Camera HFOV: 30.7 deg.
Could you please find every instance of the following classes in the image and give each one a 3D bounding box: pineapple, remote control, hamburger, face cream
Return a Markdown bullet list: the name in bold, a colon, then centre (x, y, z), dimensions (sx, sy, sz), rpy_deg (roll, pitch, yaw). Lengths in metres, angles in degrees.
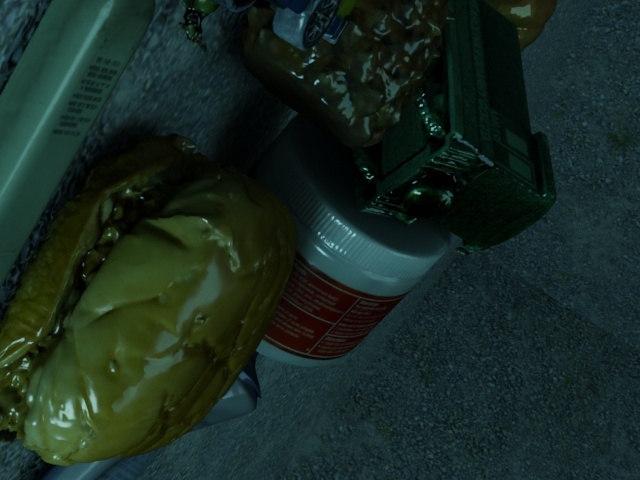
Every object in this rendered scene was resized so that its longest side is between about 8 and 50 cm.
- **pineapple**: centre (0.073, -0.251, 0.993), dimensions (0.340, 0.169, 0.169), rpy_deg (-56, 168, -10)
- **remote control**: centre (-0.196, -0.040, 0.745), dimensions (0.310, 0.038, 0.090), rpy_deg (-59, 169, 10)
- **hamburger**: centre (-0.141, 0.062, 0.951), dimensions (0.319, 0.158, 0.319), rpy_deg (-51, 167, -17)
- **face cream**: centre (-0.219, 0.240, 1.241), dimensions (0.420, 0.137, 0.235), rpy_deg (-47, 168, -10)
- **face cream**: centre (0.000, 0.000, 1.170), dimensions (0.187, 0.201, 0.201), rpy_deg (-49, 174, 32)

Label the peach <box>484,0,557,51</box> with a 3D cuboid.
- **peach**: centre (0.180, -0.280, 1.320), dimensions (0.184, 0.184, 0.184), rpy_deg (-53, 168, -17)

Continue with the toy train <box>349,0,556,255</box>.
- **toy train**: centre (0.123, -0.138, 1.138), dimensions (0.138, 0.178, 0.330), rpy_deg (-37, -143, 37)

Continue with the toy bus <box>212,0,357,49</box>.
- **toy bus**: centre (-0.039, -0.224, 0.657), dimensions (0.175, 0.138, 0.287), rpy_deg (-58, 168, 8)

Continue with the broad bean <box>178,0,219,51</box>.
- **broad bean**: centre (-0.037, -0.242, 0.861), dimensions (0.227, 0.039, 0.069), rpy_deg (-53, 161, -13)
